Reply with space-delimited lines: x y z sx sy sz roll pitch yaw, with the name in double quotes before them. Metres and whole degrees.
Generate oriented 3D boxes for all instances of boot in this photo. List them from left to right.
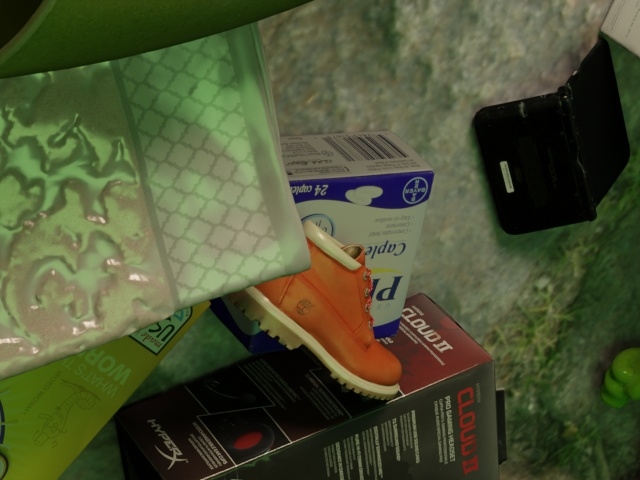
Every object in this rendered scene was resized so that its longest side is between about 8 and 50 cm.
"boot" 0.017 0.049 1.342 0.084 0.059 0.158 -52 130 -1

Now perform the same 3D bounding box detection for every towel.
"towel" -0.177 -0.088 1.154 0.317 0.053 0.331 -18 104 -23

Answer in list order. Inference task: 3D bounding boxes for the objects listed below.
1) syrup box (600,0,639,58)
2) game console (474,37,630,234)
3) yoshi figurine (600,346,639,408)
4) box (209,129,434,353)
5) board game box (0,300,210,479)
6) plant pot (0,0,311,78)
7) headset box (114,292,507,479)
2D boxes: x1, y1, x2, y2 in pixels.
"syrup box" 0.313 -0.132 1.394 0.093 0.237 0.096 11 112 -36
"game console" 0.177 -0.077 1.492 0.107 0.071 0.122 -11 129 10
"yoshi figurine" 0.353 0.120 1.615 0.204 0.203 0.362 -4 117 -23
"box" 0.000 0.000 1.385 0.126 0.072 0.137 -5 121 -30
"board game box" -0.258 0.090 1.279 0.316 0.064 0.242 -49 132 3
"plant pot" -0.077 -0.216 1.040 0.293 0.275 0.274 -3 120 -43
"headset box" 0.011 0.186 1.483 0.293 0.110 0.218 -20 127 -21
